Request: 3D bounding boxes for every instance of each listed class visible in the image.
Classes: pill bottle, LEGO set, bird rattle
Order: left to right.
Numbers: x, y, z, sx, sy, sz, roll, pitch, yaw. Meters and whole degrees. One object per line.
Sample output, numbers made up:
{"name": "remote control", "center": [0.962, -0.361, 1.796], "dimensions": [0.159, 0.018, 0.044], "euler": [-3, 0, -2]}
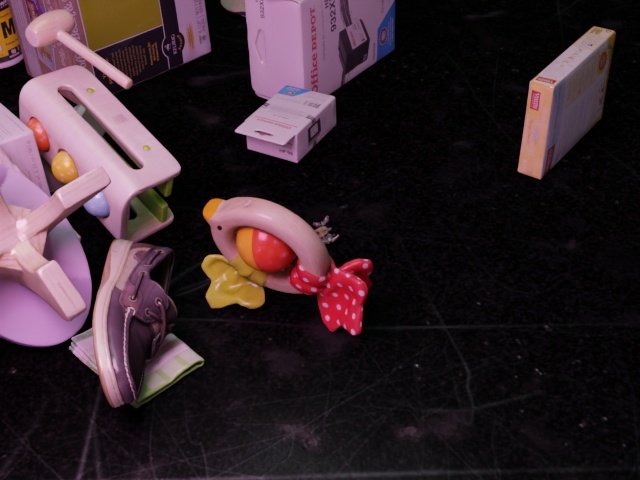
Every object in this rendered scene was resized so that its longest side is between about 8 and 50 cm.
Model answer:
{"name": "pill bottle", "center": [-0.680, -0.463, 1.802], "dimensions": [0.119, 0.208, 0.119], "euler": [-2, 39, 1]}
{"name": "bird rattle", "center": [-0.055, 0.029, 1.162], "dimensions": [0.254, 0.207, 0.143], "euler": [17, 60, 36]}
{"name": "LEGO set", "center": [-0.003, 0.000, 1.330], "dimensions": [0.054, 0.023, 0.083], "euler": [24, 58, 33]}

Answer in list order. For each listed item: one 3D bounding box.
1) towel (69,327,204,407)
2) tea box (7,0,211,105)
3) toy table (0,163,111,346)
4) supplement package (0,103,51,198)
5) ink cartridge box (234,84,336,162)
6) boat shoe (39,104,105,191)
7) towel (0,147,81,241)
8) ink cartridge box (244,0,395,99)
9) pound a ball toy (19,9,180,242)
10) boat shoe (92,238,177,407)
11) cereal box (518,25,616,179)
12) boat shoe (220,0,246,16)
{"name": "towel", "center": [-0.240, 0.144, 1.155], "dimensions": [0.152, 0.023, 0.113], "euler": [30, 49, 35]}
{"name": "tea box", "center": [-0.417, -0.489, 1.721], "dimensions": [0.324, 0.329, 0.220], "euler": [-32, 46, -33]}
{"name": "toy table", "center": [-0.383, 0.001, 1.113], "dimensions": [0.274, 0.161, 0.252], "euler": [46, 64, -9]}
{"name": "supplement package", "center": [-0.575, -0.068, 1.318], "dimensions": [0.293, 0.177, 0.175], "euler": [-28, 43, -28]}
{"name": "ink cartridge box", "center": [-0.059, -0.196, 1.546], "dimensions": [0.104, 0.060, 0.180], "euler": [18, 42, 23]}
{"name": "boat shoe", "center": [-0.443, -0.156, 1.519], "dimensions": [0.081, 0.079, 0.227], "euler": [-11, 37, 29]}
{"name": "towel", "center": [-0.540, -0.025, 1.162], "dimensions": [0.317, 0.332, 0.053], "euler": [-45, 10, -26]}
{"name": "ink cartridge box", "center": [0.009, -0.418, 1.692], "dimensions": [0.129, 0.223, 0.307], "euler": [24, 46, 29]}
{"name": "pound a ball toy", "center": [-0.355, -0.169, 1.339], "dimensions": [0.136, 0.208, 0.319], "euler": [-31, 65, -34]}
{"name": "boat shoe", "center": [-0.229, 0.091, 1.130], "dimensions": [0.092, 0.102, 0.285], "euler": [-7, 33, -2]}
{"name": "cereal box", "center": [0.409, -0.231, 1.473], "dimensions": [0.047, 0.173, 0.240], "euler": [25, 45, 30]}
{"name": "boat shoe", "center": [-0.163, -0.523, 1.984], "dimensions": [0.137, 0.049, 0.043], "euler": [20, 1, 30]}
